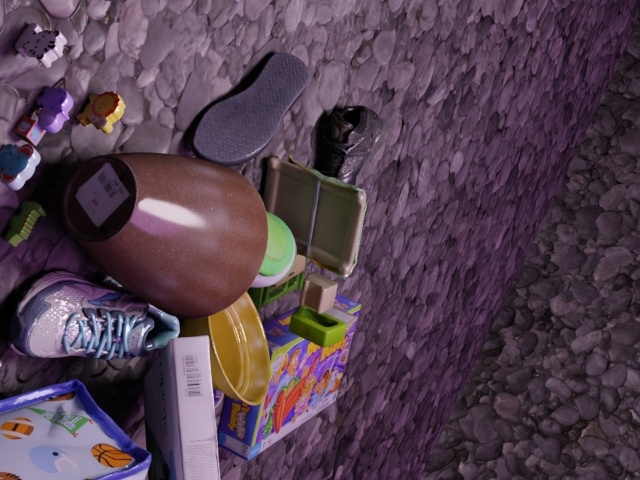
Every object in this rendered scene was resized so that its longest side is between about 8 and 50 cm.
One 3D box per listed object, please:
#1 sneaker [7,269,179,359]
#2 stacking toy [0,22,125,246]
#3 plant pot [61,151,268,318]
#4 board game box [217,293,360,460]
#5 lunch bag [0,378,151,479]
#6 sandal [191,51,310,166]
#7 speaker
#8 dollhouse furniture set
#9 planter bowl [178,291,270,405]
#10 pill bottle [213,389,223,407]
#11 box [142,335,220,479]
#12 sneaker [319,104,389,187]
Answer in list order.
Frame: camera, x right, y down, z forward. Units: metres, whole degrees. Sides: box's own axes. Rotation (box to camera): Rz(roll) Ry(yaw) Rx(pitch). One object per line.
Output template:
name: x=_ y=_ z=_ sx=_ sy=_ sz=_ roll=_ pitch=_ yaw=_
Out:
sneaker: x=-0.286 y=0.106 z=1.327 sx=0.283 sy=0.122 sz=0.110 roll=-4 pitch=113 yaw=-64
stacking toy: x=-0.323 y=-0.115 z=1.147 sx=0.221 sy=0.052 sz=0.167 roll=-61 pitch=155 yaw=-14
plant pot: x=-0.211 y=-0.025 z=1.267 sx=0.215 sy=0.215 sz=0.230 roll=-66 pitch=153 yaw=-3
board game box: x=-0.058 y=0.257 z=1.989 sx=0.347 sy=0.078 sz=0.234 roll=-22 pitch=130 yaw=-58
lunch bag: x=-0.415 y=0.387 z=1.181 sx=0.385 sy=0.239 sz=0.328 roll=-9 pitch=120 yaw=-44
sandal: x=-0.099 y=-0.187 z=1.517 sx=0.254 sy=0.097 sz=0.054 roll=-48 pitch=176 yaw=-36
speaker: x=-0.140 y=-0.007 z=1.531 sx=0.131 sy=0.131 sz=0.296 roll=-66 pitch=156 yaw=-3
dollhouse furniture set: x=0.000 y=0.000 z=1.741 sx=0.151 sy=0.197 sz=0.302 roll=-28 pitch=136 yaw=-53
planter bowl: x=-0.167 y=0.168 z=1.624 sx=0.217 sy=0.090 sz=0.217 roll=-17 pitch=90 yaw=-73
pill bottle: x=-0.214 y=0.246 z=1.666 sx=0.067 sy=0.067 sz=0.120 roll=-67 pitch=156 yaw=-2
box: x=-0.201 y=0.280 z=1.422 sx=0.322 sy=0.058 sz=0.233 roll=130 pitch=-45 yaw=-67
sneaker: x=0.028 y=-0.147 z=1.820 sx=0.228 sy=0.087 sz=0.130 roll=-59 pitch=143 yaw=-3
